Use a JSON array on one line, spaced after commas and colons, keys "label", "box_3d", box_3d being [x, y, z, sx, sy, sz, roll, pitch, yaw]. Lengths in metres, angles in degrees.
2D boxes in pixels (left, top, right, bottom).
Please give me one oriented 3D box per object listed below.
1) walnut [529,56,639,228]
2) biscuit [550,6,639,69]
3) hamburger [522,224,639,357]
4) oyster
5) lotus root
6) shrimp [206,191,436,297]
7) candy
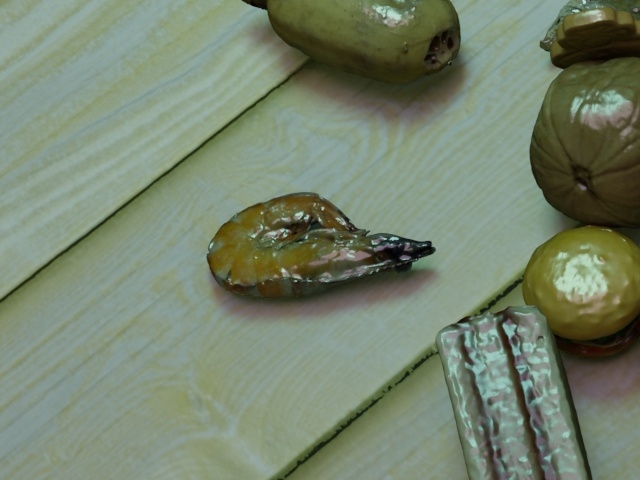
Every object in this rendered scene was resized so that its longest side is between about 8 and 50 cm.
[{"label": "walnut", "box_3d": [0.365, -0.124, 1.818, 0.228, 0.228, 0.228, -8, 59, 13]}, {"label": "biscuit", "box_3d": [0.365, -0.238, 1.867, 0.144, 0.236, 0.040, -16, 74, 21]}, {"label": "hamburger", "box_3d": [0.321, 0.062, 1.784, 0.162, 0.115, 0.162, -7, 57, 12]}, {"label": "oyster", "box_3d": [0.411, -0.295, 1.988, 0.209, 0.072, 0.133, 11, 68, 20]}, {"label": "lotus root", "box_3d": [0.037, -0.319, 2.056, 0.342, 0.152, 0.169, 25, 28, 26]}, {"label": "shrimp", "box_3d": [0.000, 0.000, 1.954, 0.316, 0.062, 0.164, -4, 57, 18]}, {"label": "candy", "box_3d": [0.232, 0.242, 1.671, 0.135, 0.179, 0.321, -17, 58, 8]}]
